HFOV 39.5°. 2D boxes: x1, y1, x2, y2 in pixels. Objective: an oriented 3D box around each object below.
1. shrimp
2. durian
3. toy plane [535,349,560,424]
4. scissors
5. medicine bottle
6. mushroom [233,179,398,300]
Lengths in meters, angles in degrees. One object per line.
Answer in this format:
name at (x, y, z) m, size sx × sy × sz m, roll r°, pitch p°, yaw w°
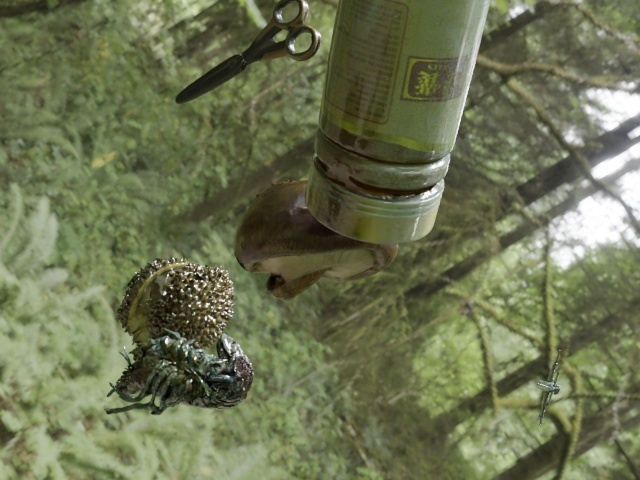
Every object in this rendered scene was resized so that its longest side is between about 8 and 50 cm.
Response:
shrimp at (-0.108, 0.114, 0.696) m, size 0.174 × 0.082 × 0.076 m, roll -7°, pitch -53°, yaw 51°
durian at (-0.227, 0.102, 1.450) m, size 0.196 × 0.196 × 0.167 m, roll -121°, pitch -157°, yaw -49°
toy plane at (0.232, 0.149, 0.908) m, size 0.024 × 0.078 × 0.084 m, roll 15°, pitch -5°, yaw 15°
scissors at (-0.102, -0.233, 1.156) m, size 0.017 × 0.220 × 0.088 m, roll 4°, pitch 62°, yaw -66°
medicine bottle at (0.081, -0.170, 0.938) m, size 0.151 × 0.151 × 0.323 m, roll -121°, pitch -145°, yaw -53°
mushroom at (-0.003, -0.013, 1.207) m, size 0.231 × 0.194 × 0.138 m, roll 13°, pitch 52°, yaw -47°
